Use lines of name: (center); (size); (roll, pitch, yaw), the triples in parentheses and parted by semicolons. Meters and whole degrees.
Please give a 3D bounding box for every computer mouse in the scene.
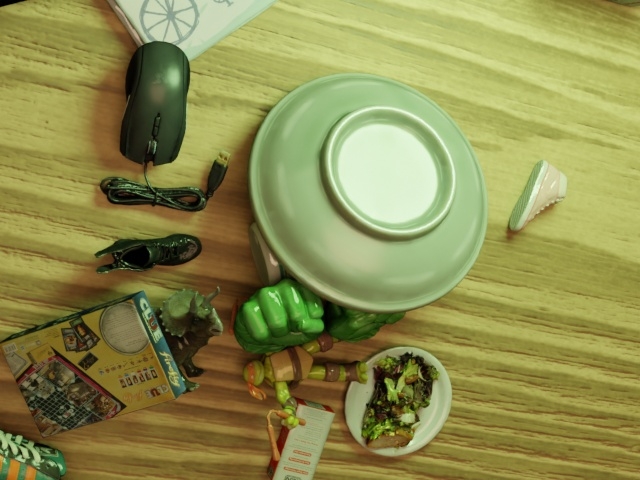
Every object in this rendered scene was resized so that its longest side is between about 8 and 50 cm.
computer mouse: (-0.216, -0.158, 1.463); (0.184, 0.060, 0.261); (11, 107, -19)

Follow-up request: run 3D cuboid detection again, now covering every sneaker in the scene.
sneaker: (-0.261, 0.023, 1.487); (0.170, 0.089, 0.051); (-3, 101, -16)
sneaker: (-0.466, 0.339, 1.479); (0.121, 0.108, 0.302); (-42, 117, -7)
sneaker: (0.385, -0.067, 1.685); (0.070, 0.051, 0.134); (27, 87, -14)

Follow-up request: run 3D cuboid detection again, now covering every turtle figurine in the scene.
turtle figurine: (-0.036, 0.214, 1.581); (0.217, 0.087, 0.269); (-8, 70, -21)

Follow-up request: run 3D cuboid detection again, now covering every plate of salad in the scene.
plate of salad: (0.139, 0.282, 1.677); (0.200, 0.048, 0.199); (-3, 100, -16)

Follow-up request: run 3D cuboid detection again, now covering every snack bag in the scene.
snack bag: (-0.206, -0.466, 1.444); (0.323, 0.037, 0.342); (-37, 108, -8)

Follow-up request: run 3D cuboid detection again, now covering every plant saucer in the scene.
plant saucer: (0.093, -0.092, 1.479); (0.401, 0.100, 0.400); (7, 69, -18)

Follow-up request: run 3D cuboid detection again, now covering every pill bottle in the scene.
pill bottle: (0.000, 0.000, 1.547); (0.209, 0.117, 0.117); (-16, 104, -13)

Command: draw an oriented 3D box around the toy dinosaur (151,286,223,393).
toy dinosaur: (-0.269, 0.160, 1.509); (0.314, 0.121, 0.160); (-11, 102, 18)

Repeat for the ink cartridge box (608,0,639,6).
ink cartridge box: (0.474, -0.454, 1.588); (0.213, 0.154, 0.093); (8, 97, -18)

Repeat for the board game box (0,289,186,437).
board game box: (-0.341, 0.187, 1.447); (0.243, 0.042, 0.165); (-18, 100, 19)

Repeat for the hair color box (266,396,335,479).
hair color box: (-0.033, 0.343, 1.638); (0.072, 0.043, 0.141); (18, 93, -19)

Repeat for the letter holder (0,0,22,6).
letter holder: (-0.518, -0.411, 1.301); (0.302, 0.152, 0.214); (-18, 103, -13)

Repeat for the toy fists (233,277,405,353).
toy fists: (0.003, 0.112, 1.507); (0.279, 0.142, 0.096); (-4, 61, -20)
